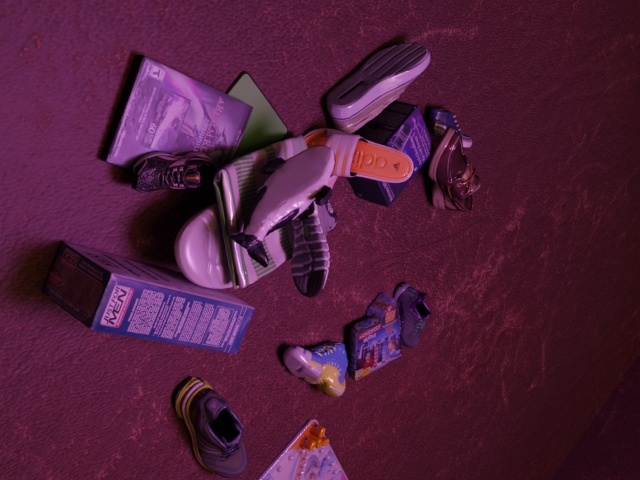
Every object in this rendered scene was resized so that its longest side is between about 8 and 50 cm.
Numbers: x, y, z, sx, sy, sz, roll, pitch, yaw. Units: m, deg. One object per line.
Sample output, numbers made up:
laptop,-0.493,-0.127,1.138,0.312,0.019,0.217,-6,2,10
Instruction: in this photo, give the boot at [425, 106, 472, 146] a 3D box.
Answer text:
boot,0.346,-0.299,2.045,0.190,0.069,0.086,0,109,-46

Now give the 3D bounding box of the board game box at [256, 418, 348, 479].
board game box,-0.071,0.728,2.049,0.390,0.050,0.390,-45,135,-25

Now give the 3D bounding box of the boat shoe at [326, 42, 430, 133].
boat shoe,0.131,-0.353,1.777,0.302,0.109,0.094,-36,146,-21

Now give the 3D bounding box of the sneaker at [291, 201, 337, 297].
sneaker,0.000,0.000,1.607,0.132,0.086,0.229,-4,90,-63

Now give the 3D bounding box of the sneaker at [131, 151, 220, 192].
sneaker,-0.257,-0.124,1.410,0.178,0.077,0.072,-21,122,-39

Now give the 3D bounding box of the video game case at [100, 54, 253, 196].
video game case,-0.259,-0.204,1.447,0.274,0.026,0.196,17,96,-48

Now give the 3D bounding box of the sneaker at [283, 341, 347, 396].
sneaker,-0.006,0.290,1.920,0.240,0.091,0.126,50,50,-46

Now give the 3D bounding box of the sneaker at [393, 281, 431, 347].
sneaker,0.264,0.225,2.162,0.083,0.098,0.224,-39,131,-30

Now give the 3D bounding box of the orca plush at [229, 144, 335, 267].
orca plush,-0.057,-0.058,1.482,0.102,0.151,0.287,86,20,-52

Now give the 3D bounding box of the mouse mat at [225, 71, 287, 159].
mouse mat,-0.149,-0.229,1.578,0.153,0.007,0.190,-55,137,-15

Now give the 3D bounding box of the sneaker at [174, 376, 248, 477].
sneaker,-0.220,0.433,1.699,0.111,0.121,0.300,-44,134,-26

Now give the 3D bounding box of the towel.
towel,-0.096,-0.064,1.560,0.325,0.038,0.248,-31,115,-56

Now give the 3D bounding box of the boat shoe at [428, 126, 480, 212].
boat shoe,0.357,-0.168,1.996,0.123,0.123,0.342,-59,159,-21

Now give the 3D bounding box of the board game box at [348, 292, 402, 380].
board game box,0.143,0.248,2.068,0.194,0.060,0.194,-18,118,-42

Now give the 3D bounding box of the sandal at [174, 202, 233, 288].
sandal,-0.169,-0.011,1.576,0.416,0.102,0.169,-26,111,-55

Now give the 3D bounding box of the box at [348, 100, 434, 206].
box,0.158,-0.210,1.848,0.207,0.108,0.153,-52,138,-19

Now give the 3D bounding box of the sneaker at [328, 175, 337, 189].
sneaker,0.006,-0.122,1.767,0.134,0.051,0.070,-57,156,-26

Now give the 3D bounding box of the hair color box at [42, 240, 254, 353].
hair color box,-0.306,0.112,1.424,0.347,0.174,0.105,22,91,-50

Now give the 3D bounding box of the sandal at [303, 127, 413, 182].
sandal,0.079,-0.186,1.688,0.265,0.076,0.102,9,93,-5
